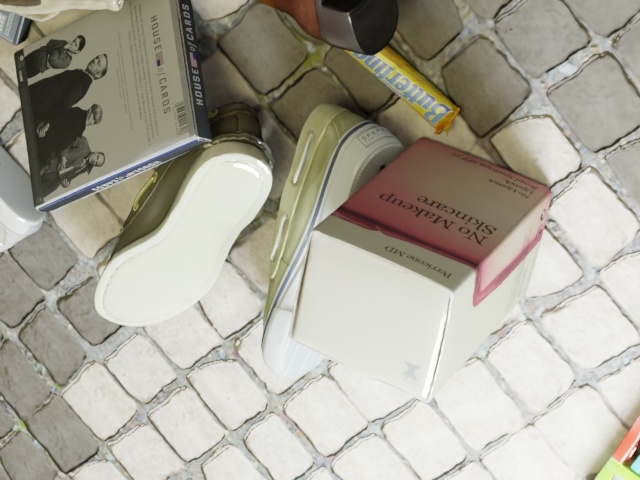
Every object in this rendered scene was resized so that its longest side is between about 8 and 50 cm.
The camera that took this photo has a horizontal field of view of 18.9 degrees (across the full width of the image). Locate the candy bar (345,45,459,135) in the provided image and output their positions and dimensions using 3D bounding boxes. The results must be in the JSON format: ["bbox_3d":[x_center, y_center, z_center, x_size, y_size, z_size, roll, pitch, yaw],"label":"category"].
[{"bbox_3d":[0.069,-0.162,1.839,0.161,0.018,0.040,42,128,6],"label":"candy bar"}]

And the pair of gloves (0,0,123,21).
[{"bbox_3d":[-0.294,-0.336,1.919,0.204,0.042,0.240,-1,111,34],"label":"pair of gloves"}]

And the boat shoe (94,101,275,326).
[{"bbox_3d":[-0.143,-0.022,1.990,0.109,0.091,0.305,19,134,-24],"label":"boat shoe"}]

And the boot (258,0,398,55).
[{"bbox_3d":[-0.067,-0.311,1.736,0.280,0.096,0.264,26,153,34],"label":"boot"}]

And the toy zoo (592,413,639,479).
[{"bbox_3d":[0.394,0.204,1.826,0.192,0.030,0.293,35,126,11],"label":"toy zoo"}]

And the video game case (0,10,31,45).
[{"bbox_3d":[-0.400,-0.352,2.014,0.274,0.026,0.196,31,126,12],"label":"video game case"}]

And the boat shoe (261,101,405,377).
[{"bbox_3d":[0.000,0.000,1.925,0.094,0.109,0.302,42,125,33],"label":"boat shoe"}]

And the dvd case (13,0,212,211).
[{"bbox_3d":[-0.215,-0.148,1.954,0.239,0.029,0.179,-20,72,36],"label":"dvd case"}]

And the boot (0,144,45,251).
[{"bbox_3d":[-0.423,-0.090,2.114,0.123,0.095,0.258,-33,96,31],"label":"boot"}]

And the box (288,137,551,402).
[{"bbox_3d":[0.096,0.021,1.780,0.149,0.232,0.127,23,124,18],"label":"box"}]
